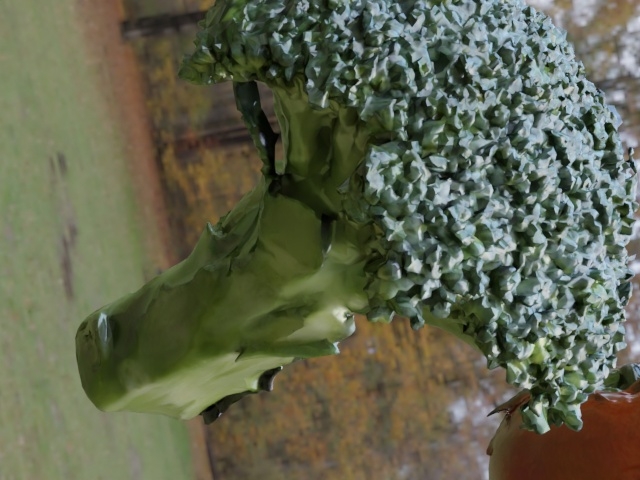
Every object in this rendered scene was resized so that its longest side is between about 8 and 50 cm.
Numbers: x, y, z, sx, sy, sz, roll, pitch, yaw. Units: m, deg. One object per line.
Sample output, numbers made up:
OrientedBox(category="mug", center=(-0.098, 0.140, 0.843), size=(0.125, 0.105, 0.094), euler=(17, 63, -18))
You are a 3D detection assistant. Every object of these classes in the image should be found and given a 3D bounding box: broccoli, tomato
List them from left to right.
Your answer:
OrientedBox(category="broccoli", center=(-0.011, -0.020, 0.680), size=(0.361, 0.221, 0.252), euler=(-10, -84, 42))
OrientedBox(category="tomato", center=(0.334, 0.249, 1.216), size=(0.341, 0.341, 0.273), euler=(138, -61, -84))
